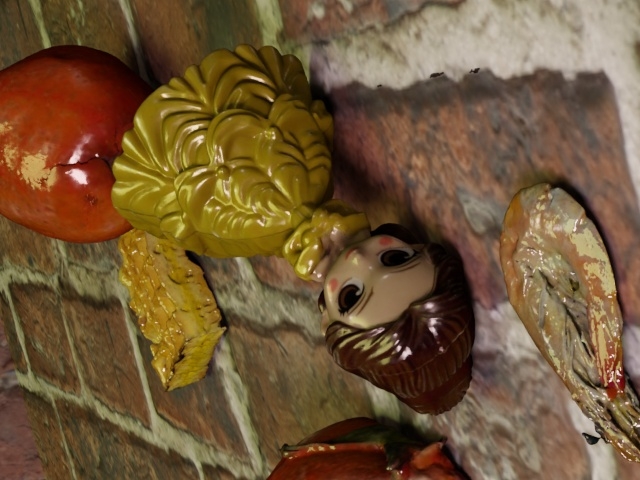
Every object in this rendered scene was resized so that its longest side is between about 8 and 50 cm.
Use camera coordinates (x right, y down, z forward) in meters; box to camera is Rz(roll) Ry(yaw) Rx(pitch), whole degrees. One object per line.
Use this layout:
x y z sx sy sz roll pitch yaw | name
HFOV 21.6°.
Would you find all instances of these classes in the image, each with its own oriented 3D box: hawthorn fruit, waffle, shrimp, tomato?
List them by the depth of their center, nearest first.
0.162 0.052 1.054 0.101 0.042 0.190 -48 59 57 | shrimp
0.031 0.300 1.387 0.309 0.170 0.309 165 90 -70 | tomato
-0.240 -0.092 1.756 0.299 0.211 0.211 23 128 46 | hawthorn fruit
-0.179 0.046 1.887 0.211 0.055 0.160 65 156 21 | waffle

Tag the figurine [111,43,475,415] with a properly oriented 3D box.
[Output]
-0.001 -0.003 1.276 0.315 0.187 0.168 42 139 40 | figurine
